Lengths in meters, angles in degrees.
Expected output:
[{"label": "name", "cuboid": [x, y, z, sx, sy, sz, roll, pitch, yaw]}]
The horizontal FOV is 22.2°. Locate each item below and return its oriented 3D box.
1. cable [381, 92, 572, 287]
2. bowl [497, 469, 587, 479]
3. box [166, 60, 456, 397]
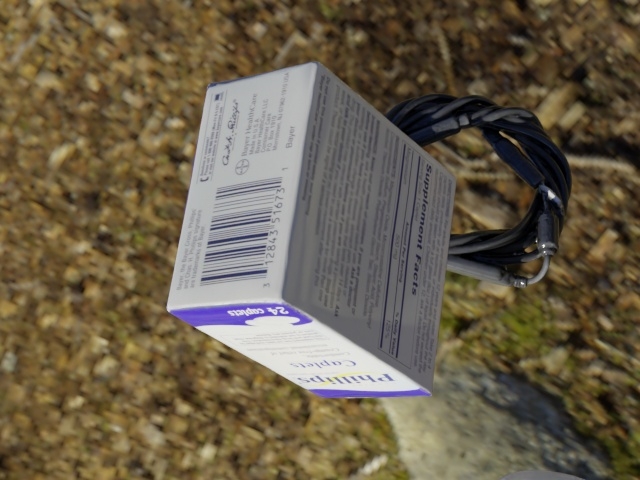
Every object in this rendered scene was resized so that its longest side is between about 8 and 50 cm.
[{"label": "cable", "cuboid": [0.101, -0.049, 1.239, 0.184, 0.047, 0.150, 16, 67, 1]}, {"label": "bowl", "cuboid": [0.182, 0.290, 0.990, 0.134, 0.298, 0.298, -54, 49, 20]}, {"label": "box", "cuboid": [0.000, 0.000, 0.811, 0.072, 0.137, 0.126, -8, 62, 34]}]
